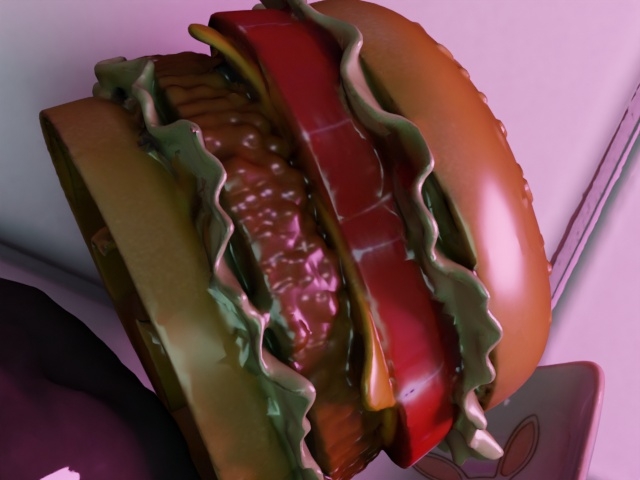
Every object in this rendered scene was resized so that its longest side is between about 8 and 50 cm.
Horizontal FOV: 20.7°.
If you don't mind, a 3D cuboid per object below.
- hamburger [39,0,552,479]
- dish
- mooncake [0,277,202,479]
[{"bbox_3d":[0.000,0.000,0.892,0.212,0.274,0.274,-25,104,-9],"label":"hamburger"},{"bbox_3d":[0.071,0.156,0.968,0.151,0.212,0.077,1,126,21],"label":"dish"},{"bbox_3d":[-0.211,0.187,0.847,0.351,0.212,0.381,-28,94,29],"label":"mooncake"}]
